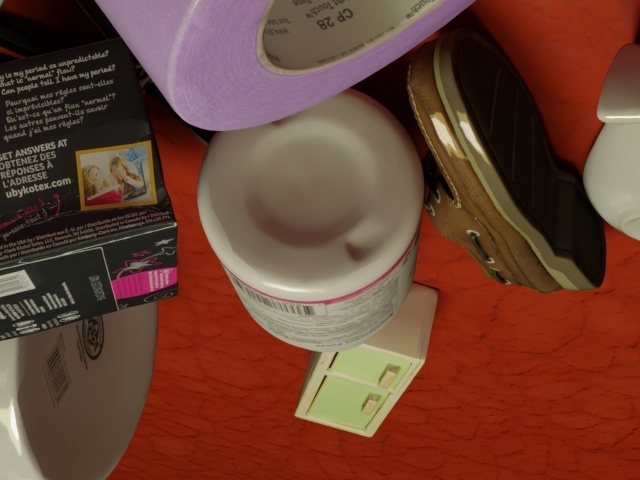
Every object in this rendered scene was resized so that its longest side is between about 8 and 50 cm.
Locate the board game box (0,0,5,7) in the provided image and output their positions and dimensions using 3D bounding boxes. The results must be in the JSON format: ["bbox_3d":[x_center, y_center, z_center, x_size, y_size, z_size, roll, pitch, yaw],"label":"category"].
[{"bbox_3d":[-0.287,-0.247,0.541,0.303,0.097,0.224,34,163,-17],"label":"board game box"}]

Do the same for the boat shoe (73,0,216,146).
[{"bbox_3d":[-0.113,-0.135,0.781,0.075,0.065,0.206,-12,142,39],"label":"boat shoe"}]

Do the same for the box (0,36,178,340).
[{"bbox_3d":[-0.200,-0.027,0.763,0.163,0.142,0.247,-14,168,-11],"label":"box"}]

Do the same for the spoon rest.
[{"bbox_3d":[0.251,-0.066,0.744,0.137,0.084,0.276,3,163,23],"label":"spoon rest"}]

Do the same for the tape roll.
[{"bbox_3d":[0.025,-0.168,0.450,0.090,0.275,0.275,54,150,8],"label":"tape roll"}]

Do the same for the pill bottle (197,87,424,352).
[{"bbox_3d":[0.000,0.000,0.837,0.160,0.160,0.283,11,164,6],"label":"pill bottle"}]

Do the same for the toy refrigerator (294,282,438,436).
[{"bbox_3d":[0.044,0.137,1.162,0.102,0.094,0.269,16,151,-2],"label":"toy refrigerator"}]

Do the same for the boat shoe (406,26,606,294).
[{"bbox_3d":[0.126,-0.039,0.794,0.104,0.110,0.307,-6,145,31],"label":"boat shoe"}]

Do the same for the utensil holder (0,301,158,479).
[{"bbox_3d":[-0.401,0.086,1.053,0.385,0.327,0.327,3,149,14],"label":"utensil holder"}]

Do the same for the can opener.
[{"bbox_3d":[-0.237,-0.144,0.829,0.186,0.059,0.073,18,152,-7],"label":"can opener"}]
